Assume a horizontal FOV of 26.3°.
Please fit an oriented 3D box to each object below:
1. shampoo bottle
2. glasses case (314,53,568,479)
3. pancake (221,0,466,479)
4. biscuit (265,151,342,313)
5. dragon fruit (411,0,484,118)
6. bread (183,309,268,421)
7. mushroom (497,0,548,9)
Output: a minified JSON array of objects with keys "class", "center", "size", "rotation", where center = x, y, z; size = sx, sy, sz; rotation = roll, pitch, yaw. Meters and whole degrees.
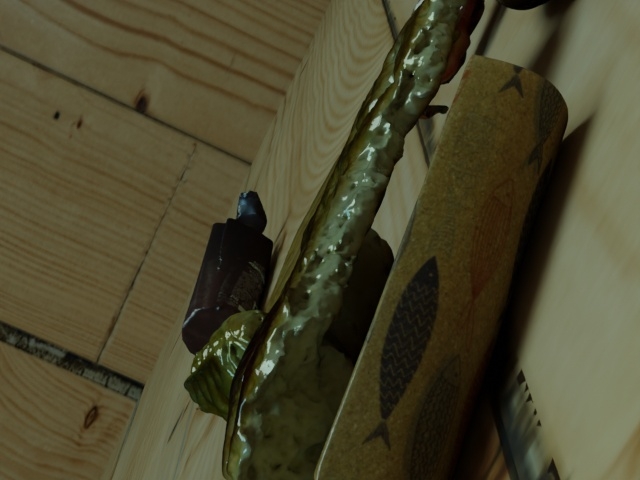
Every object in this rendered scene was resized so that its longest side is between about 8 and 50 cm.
[{"class":"shampoo bottle","center":[-0.084,0.030,1.326],"size":[0.236,0.067,0.068],"rotation":[-79,6,-63]},{"class":"glasses case","center":[0.045,0.023,0.477],"size":[0.064,0.041,0.170],"rotation":[83,-155,-61]},{"class":"pancake","center":[0.027,-0.012,0.585],"size":[0.266,0.057,0.244],"rotation":[-99,34,-88]},{"class":"biscuit","center":[0.000,0.000,0.959],"size":[0.220,0.029,0.142],"rotation":[-60,9,36]},{"class":"dragon fruit","center":[0.075,-0.164,0.774],"size":[0.094,0.094,0.190],"rotation":[-102,21,-79]},{"class":"bread","center":[-0.052,0.086,0.919],"size":[0.110,0.060,0.066],"rotation":[135,143,-62]},{"class":"mushroom","center":[0.106,-0.190,0.617],"size":[0.135,0.080,0.170],"rotation":[-102,34,-63]}]
